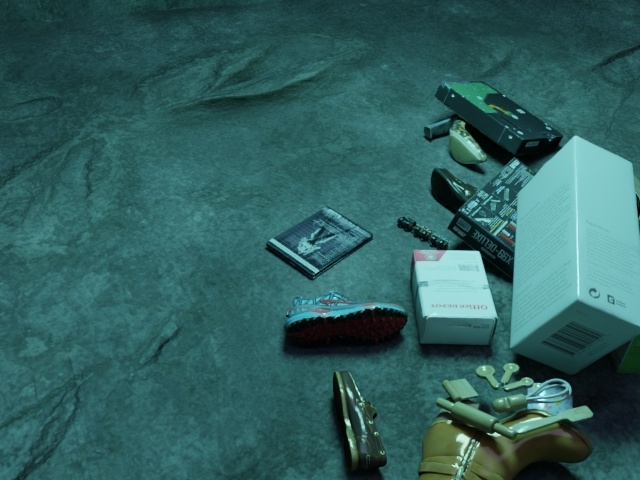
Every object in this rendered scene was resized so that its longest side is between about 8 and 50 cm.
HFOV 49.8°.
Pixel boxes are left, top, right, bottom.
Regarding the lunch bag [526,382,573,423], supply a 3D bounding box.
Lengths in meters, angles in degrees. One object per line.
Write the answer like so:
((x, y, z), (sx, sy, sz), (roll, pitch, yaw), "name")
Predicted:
((0.440, 0.319, 1.333), (0.083, 0.053, 0.071), (15, 43, 1), "lunch bag")

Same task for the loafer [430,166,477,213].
((0.377, -0.118, 1.844), (0.078, 0.080, 0.220), (-18, 53, -28), "loafer")

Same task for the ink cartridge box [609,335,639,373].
((0.648, 0.162, 1.406), (0.062, 0.209, 0.109), (2, 40, 0), "ink cartridge box")

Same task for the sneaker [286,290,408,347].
((0.055, 0.148, 1.483), (0.262, 0.104, 0.125), (-1, 38, -4), "sneaker")

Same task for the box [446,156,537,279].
((0.497, -0.052, 1.714), (0.242, 0.076, 0.307), (39, 50, 14), "box")

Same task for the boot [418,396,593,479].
((0.313, 0.391, 1.193), (0.284, 0.109, 0.220), (14, 39, 18), "boot")

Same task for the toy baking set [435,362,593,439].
((0.341, 0.284, 1.243), (0.197, 0.030, 0.256), (-26, 28, -32), "toy baking set")

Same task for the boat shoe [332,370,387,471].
((0.070, 0.333, 1.289), (0.073, 0.073, 0.207), (-4, 47, -10), "boat shoe")

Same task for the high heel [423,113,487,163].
((0.458, -0.313, 2.061), (0.186, 0.093, 0.261), (-21, 39, -22), "high heel")

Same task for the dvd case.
((0.000, 0.000, 1.724), (0.164, 0.018, 0.221), (33, 48, 31), "dvd case")

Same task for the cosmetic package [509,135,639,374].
((0.539, 0.025, 1.468), (0.162, 0.230, 0.453), (23, 52, -9), "cosmetic package")

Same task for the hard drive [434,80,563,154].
((0.538, -0.377, 2.094), (0.237, 0.064, 0.339), (-12, 47, -43), "hard drive")

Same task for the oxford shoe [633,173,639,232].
((0.796, -0.096, 1.784), (0.123, 0.130, 0.348), (14, 41, 14), "oxford shoe")

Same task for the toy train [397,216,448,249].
((0.263, -0.020, 1.754), (0.158, 0.027, 0.036), (33, 38, 32), "toy train")

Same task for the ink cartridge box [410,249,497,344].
((0.289, 0.124, 1.530), (0.159, 0.092, 0.218), (1, 38, -1), "ink cartridge box")
